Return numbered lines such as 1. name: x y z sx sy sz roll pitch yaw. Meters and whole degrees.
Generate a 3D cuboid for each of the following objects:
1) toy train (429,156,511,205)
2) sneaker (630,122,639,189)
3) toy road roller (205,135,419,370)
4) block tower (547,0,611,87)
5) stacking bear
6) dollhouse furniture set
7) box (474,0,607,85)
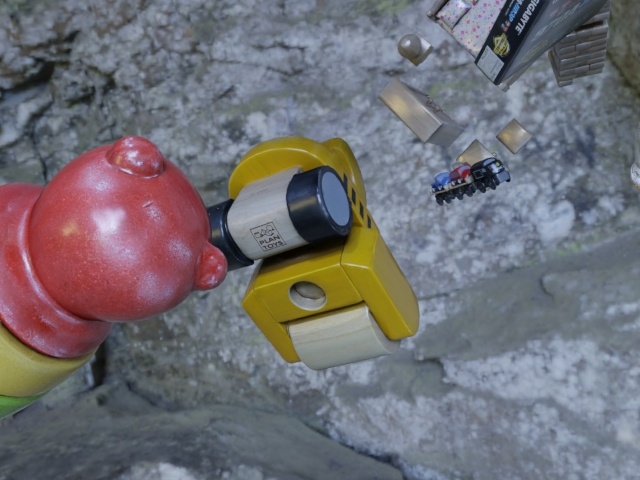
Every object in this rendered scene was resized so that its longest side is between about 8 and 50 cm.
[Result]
1. toy train: 0.160 -0.066 0.759 0.027 0.036 0.158 -28 3 -15
2. sneaker: 0.539 -0.112 0.894 0.262 0.121 0.099 14 45 41
3. toy road roller: 0.000 0.000 0.979 0.202 0.329 0.240 -17 30 26
4. block tower: 0.483 -0.434 1.269 0.097 0.091 0.335 -11 -28 11
5. stacking bear: -0.203 0.030 0.447 0.289 0.175 0.164 -23 16 16
6. dollhouse furniture set: 0.288 -0.311 1.122 0.355 0.303 0.174 -47 -15 21
7. box: 0.313 -0.315 0.875 0.220 0.051 0.175 -36 -13 -18
